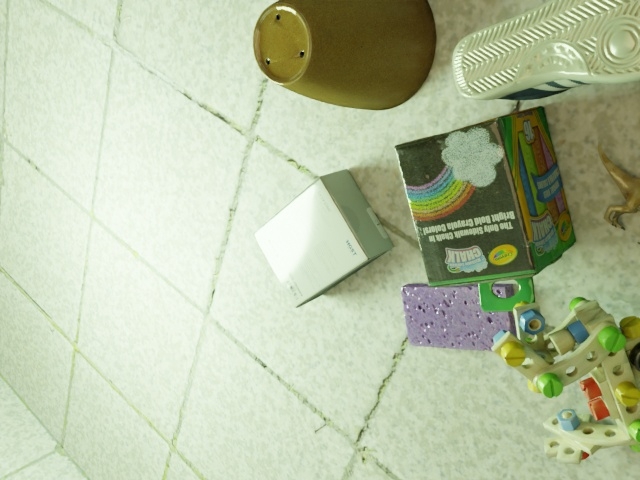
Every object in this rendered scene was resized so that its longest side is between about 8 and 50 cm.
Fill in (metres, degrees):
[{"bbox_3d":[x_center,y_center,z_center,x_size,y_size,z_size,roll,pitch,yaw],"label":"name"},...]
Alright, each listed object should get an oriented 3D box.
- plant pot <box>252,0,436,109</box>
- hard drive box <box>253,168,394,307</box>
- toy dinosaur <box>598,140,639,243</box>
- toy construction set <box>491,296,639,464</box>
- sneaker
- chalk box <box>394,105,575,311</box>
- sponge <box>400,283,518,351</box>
[{"bbox_3d":[0.021,-0.316,1.047,0.237,0.254,0.237,14,114,36],"label":"plant pot"},{"bbox_3d":[0.000,0.000,1.274,0.232,0.089,0.181,-36,80,41],"label":"hard drive box"},{"bbox_3d":[0.448,-0.057,0.921,0.183,0.053,0.092,40,110,15],"label":"toy dinosaur"},{"bbox_3d":[0.388,0.217,0.942,0.215,0.151,0.327,-24,123,5],"label":"toy construction set"},{"bbox_3d":[0.350,-0.261,0.852,0.350,0.148,0.131,5,103,49],"label":"sneaker"},{"bbox_3d":[0.261,-0.035,0.990,0.180,0.179,0.288,-10,99,40],"label":"chalk box"},{"bbox_3d":[0.244,0.135,1.154,0.210,0.031,0.117,-3,102,41],"label":"sponge"}]
